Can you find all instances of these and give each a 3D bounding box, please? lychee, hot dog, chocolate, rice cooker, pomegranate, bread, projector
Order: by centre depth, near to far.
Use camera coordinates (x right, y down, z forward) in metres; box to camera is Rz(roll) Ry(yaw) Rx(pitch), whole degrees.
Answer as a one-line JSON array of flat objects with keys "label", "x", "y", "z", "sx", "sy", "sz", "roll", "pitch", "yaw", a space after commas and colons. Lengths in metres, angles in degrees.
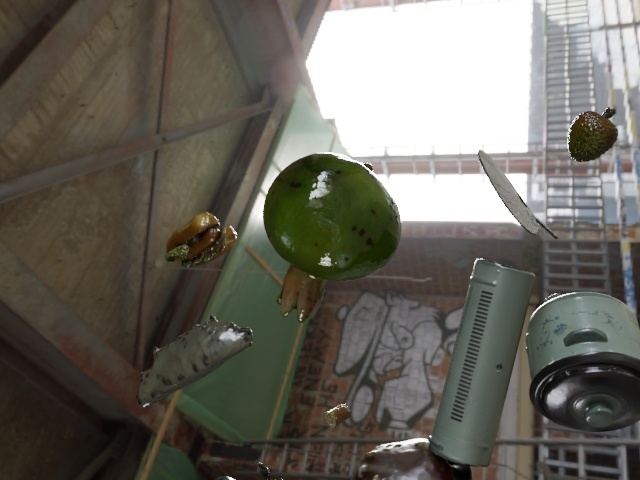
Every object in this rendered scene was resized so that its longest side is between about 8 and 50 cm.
[{"label": "pomegranate", "x": 0.000, "y": 0.000, "z": 0.999, "sx": 0.301, "sy": 0.236, "sz": 0.236, "roll": -62, "pitch": -14, "yaw": 15}, {"label": "projector", "x": 0.276, "y": 0.206, "z": 1.012, "sx": 0.108, "sy": 0.108, "sz": 0.337, "roll": 22, "pitch": -98, "yaw": -70}, {"label": "chocolate", "x": 0.132, "y": 0.511, "z": 1.023, "sx": 0.225, "sy": 0.210, "sz": 0.340, "roll": 94, "pitch": -173, "yaw": -58}, {"label": "rice cooker", "x": 0.601, "y": 0.281, "z": 1.325, "sx": 0.317, "sy": 0.264, "sz": 0.316, "roll": -9, "pitch": -90, "yaw": -71}, {"label": "lychee", "x": 0.661, "y": -0.258, "z": 1.431, "sx": 0.146, "sy": 0.114, "sz": 0.114, "roll": -60, "pitch": -10, "yaw": 22}, {"label": "hot dog", "x": -0.344, "y": 0.016, "z": 1.626, "sx": 0.135, "sy": 0.337, "sz": 0.100, "roll": 33, "pitch": -118, "yaw": -22}, {"label": "bread", "x": 0.048, "y": 0.485, "z": 1.636, "sx": 0.047, "sy": 0.036, "sz": 0.083, "roll": 53, "pitch": -149, "yaw": 18}]

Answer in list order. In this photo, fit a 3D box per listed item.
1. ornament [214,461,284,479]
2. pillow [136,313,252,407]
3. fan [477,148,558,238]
[{"label": "ornament", "x": -0.159, "y": 0.569, "z": 1.344, "sx": 0.236, "sy": 0.202, "sz": 0.080, "roll": 110, "pitch": -179, "yaw": -55}, {"label": "pillow", "x": -0.229, "y": 0.199, "z": 1.027, "sx": 0.093, "sy": 0.241, "sz": 0.051, "roll": 62, "pitch": -172, "yaw": 20}, {"label": "fan", "x": 0.427, "y": -0.070, "z": 1.257, "sx": 0.294, "sy": 0.012, "sz": 0.223, "roll": 48, "pitch": -154, "yaw": -9}]
